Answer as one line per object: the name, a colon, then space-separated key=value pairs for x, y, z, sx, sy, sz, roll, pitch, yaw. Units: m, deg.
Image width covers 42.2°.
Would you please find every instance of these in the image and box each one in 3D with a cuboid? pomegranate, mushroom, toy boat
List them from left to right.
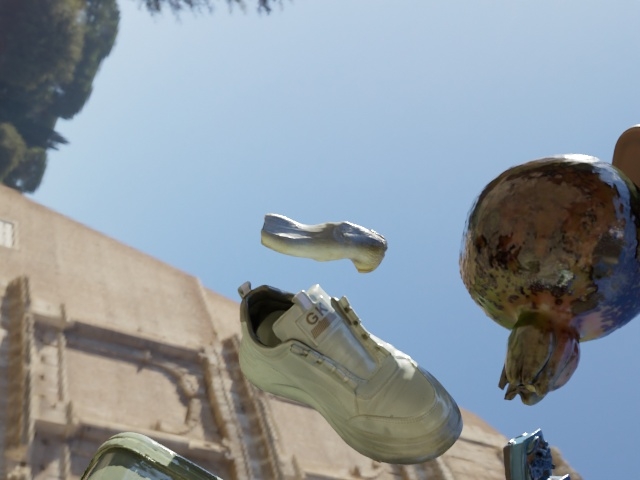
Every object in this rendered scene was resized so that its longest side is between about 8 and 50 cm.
mushroom: x=0.001 y=0.003 z=1.101 sx=0.054 sy=0.202 sz=0.059 roll=-50 pitch=-134 yaw=36
toy boat: x=0.353 y=0.410 z=1.301 sx=0.097 sy=0.100 sz=0.223 roll=-9 pitch=-89 yaw=41
pomegranate: x=0.310 y=0.056 z=1.112 sx=0.285 sy=0.285 sz=0.341 roll=-27 pitch=-143 yaw=50

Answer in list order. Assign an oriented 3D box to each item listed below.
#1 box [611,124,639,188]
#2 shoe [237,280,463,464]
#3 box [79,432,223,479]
box: x=0.598 y=-0.038 z=1.173 sx=0.339 sy=0.229 sz=0.239 roll=-151 pitch=-117 yaw=-62
shoe: x=0.013 y=0.125 z=0.936 sx=0.316 sy=0.159 sz=0.124 roll=15 pitch=-134 yaw=38
box: x=-0.264 y=0.435 z=0.834 sx=0.352 sy=0.177 sz=0.344 roll=-58 pitch=-179 yaw=25
